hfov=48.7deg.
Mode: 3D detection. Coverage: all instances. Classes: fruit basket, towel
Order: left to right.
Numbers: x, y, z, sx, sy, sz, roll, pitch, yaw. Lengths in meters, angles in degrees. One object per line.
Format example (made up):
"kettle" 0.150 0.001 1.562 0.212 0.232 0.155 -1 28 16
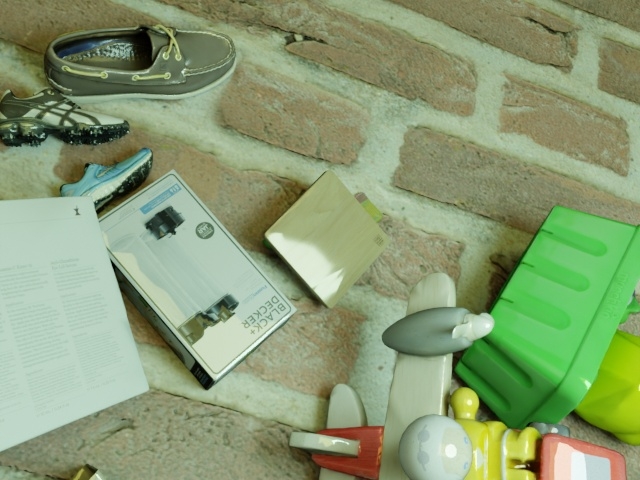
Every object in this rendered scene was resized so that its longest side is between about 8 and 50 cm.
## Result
"towel" 0.064 -0.043 1.227 0.083 0.009 0.060 -37 84 -26
"fruit basket" 0.447 0.177 1.136 0.392 0.283 0.392 4 55 -6

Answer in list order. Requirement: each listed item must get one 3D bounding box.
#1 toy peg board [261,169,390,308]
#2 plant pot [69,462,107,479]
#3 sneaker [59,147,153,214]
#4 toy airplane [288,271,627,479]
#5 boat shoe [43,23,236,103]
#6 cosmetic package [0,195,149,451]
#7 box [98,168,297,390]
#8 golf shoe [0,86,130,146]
"toy peg board" 0.000 0.000 1.159 0.161 0.079 0.161 49 68 -12
"plant pot" -0.298 0.362 0.900 0.096 0.109 0.109 48 63 -9
"sneaker" -0.330 -0.103 1.095 0.162 0.063 0.073 -39 81 -27
"toy airplane" 0.136 0.276 0.918 0.384 0.272 0.386 -39 63 -2
"boat shoe" -0.286 -0.302 1.168 0.324 0.097 0.117 -12 74 -22
"cosmetic package" -0.397 0.100 0.832 0.377 0.097 0.285 -10 84 -61
"box" -0.194 0.057 1.060 0.169 0.087 0.290 -38 84 -26
"golf shoe" -0.398 -0.197 1.098 0.198 0.077 0.094 -2 78 -20
